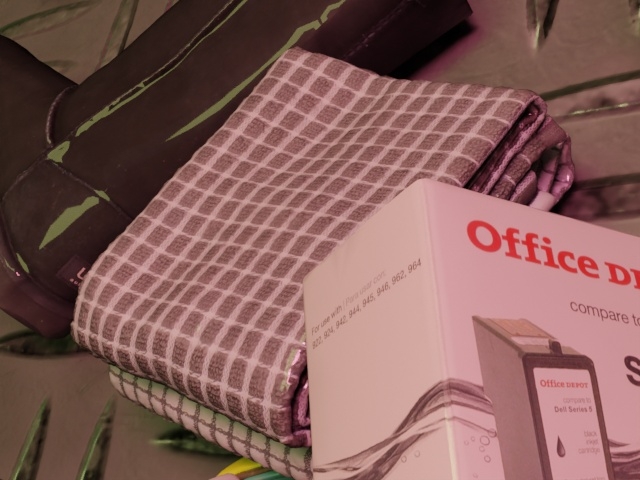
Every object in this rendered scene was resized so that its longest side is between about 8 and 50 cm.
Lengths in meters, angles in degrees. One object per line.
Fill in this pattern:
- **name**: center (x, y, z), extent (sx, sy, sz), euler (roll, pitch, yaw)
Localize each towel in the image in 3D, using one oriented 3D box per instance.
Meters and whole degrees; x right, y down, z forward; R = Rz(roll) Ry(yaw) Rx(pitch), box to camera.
- **towel**: center (0.000, 0.000, 0.740), extent (0.235, 0.121, 0.283), euler (12, 55, 48)

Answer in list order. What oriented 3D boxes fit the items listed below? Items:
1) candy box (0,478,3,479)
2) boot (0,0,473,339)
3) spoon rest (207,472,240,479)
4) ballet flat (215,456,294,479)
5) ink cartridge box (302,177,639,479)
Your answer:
- **candy box**: center (-0.309, 0.298, 0.894), extent (0.165, 0.070, 0.196), euler (-27, 47, 24)
- **boot**: center (-0.124, -0.179, 1.002), extent (0.445, 0.146, 0.367), euler (-41, 51, 16)
- **spoon rest**: center (-0.134, 0.260, 0.717), extent (0.137, 0.084, 0.276), euler (47, 114, 32)
- **ballet flat**: center (0.033, 0.135, 0.721), extent (0.231, 0.077, 0.077), euler (-18, 31, 28)
- **ink cartridge box**: center (0.107, 0.128, 0.527), extent (0.115, 0.198, 0.272), euler (-43, 42, 47)
